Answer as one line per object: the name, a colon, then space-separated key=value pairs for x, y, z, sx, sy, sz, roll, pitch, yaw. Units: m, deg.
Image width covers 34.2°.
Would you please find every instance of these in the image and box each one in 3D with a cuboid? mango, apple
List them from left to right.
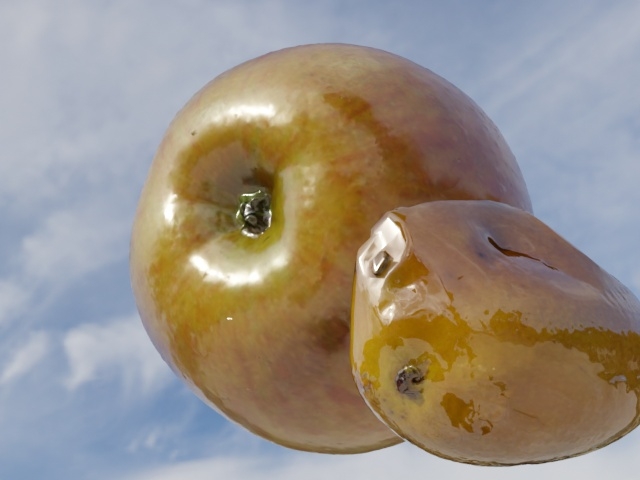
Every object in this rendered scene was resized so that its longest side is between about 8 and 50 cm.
apple: x=0.000 y=0.000 z=0.998 sx=0.400 sy=0.400 sz=0.333 roll=-35 pitch=-46 yaw=27
mango: x=0.131 y=0.073 z=0.689 sx=0.236 sy=0.166 sz=0.136 roll=-6 pitch=-48 yaw=-38
